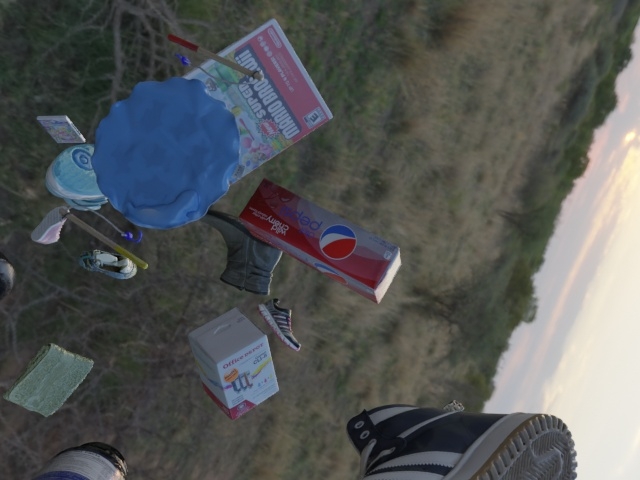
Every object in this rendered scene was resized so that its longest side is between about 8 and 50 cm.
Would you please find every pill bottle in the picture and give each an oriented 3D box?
[{"bbox_3d":[-0.315,0.336,0.891,0.219,0.122,0.123,-146,-101,-87],"label":"pill bottle"}]

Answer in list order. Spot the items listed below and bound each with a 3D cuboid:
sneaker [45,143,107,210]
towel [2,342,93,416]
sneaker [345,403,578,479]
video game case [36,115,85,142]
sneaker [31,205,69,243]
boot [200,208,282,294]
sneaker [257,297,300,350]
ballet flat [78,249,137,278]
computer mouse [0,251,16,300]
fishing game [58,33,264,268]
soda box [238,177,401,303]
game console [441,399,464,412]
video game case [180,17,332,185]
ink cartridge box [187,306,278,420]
[{"bbox_3d":[-0.520,-0.119,1.532,0.208,0.127,0.319,-32,-176,25],"label":"sneaker"},{"bbox_3d":[-0.506,0.263,1.313,0.148,0.027,0.110,-48,128,9],"label":"towel"},{"bbox_3d":[0.037,0.189,0.480,0.282,0.153,0.099,-14,94,-39],"label":"sneaker"},{"bbox_3d":[-0.731,-0.313,1.981,0.122,0.087,0.011,72,20,-64],"label":"video game case"},{"bbox_3d":[-0.787,-0.042,2.075,0.134,0.051,0.070,-46,160,-6],"label":"sneaker"},{"bbox_3d":[-0.213,0.029,1.705,0.161,0.246,0.083,-67,166,4],"label":"boot"},{"bbox_3d":[-0.102,0.230,1.964,0.074,0.170,0.063,-37,165,-12],"label":"sneaker"},{"bbox_3d":[-0.551,0.063,1.873,0.188,0.070,0.070,12,101,-54],"label":"ballet flat"},{"bbox_3d":[-0.415,0.023,0.653,0.188,0.072,0.272,-39,159,20],"label":"computer mouse"},{"bbox_3d":[-0.176,-0.102,0.819,0.264,0.189,0.041,-63,164,-5],"label":"fishing game"},{"bbox_3d":[0.000,0.000,1.161,0.083,0.263,0.092,-59,162,-12],"label":"soda box"},{"bbox_3d":[0.246,0.539,1.889,0.213,0.044,0.361,-47,160,26],"label":"game console"},{"bbox_3d":[-0.147,-0.226,1.240,0.285,0.204,0.025,-34,-159,-1],"label":"video game case"},{"bbox_3d":[-0.186,0.263,1.512,0.128,0.127,0.176,-29,130,-26],"label":"ink cartridge box"}]
